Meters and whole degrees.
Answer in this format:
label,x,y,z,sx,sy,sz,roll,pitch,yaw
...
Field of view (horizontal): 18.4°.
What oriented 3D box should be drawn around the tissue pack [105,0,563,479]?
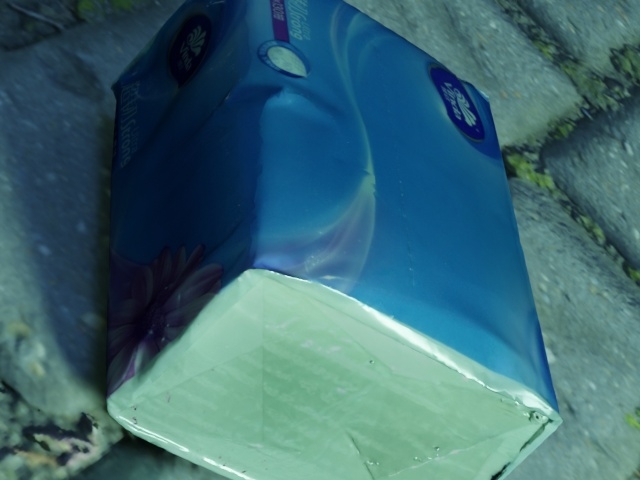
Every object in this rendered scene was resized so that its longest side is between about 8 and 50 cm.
label,x,y,z,sx,sy,sz,roll,pitch,yaw
tissue pack,0.000,0.000,1.045,0.198,0.146,0.263,28,32,-26
